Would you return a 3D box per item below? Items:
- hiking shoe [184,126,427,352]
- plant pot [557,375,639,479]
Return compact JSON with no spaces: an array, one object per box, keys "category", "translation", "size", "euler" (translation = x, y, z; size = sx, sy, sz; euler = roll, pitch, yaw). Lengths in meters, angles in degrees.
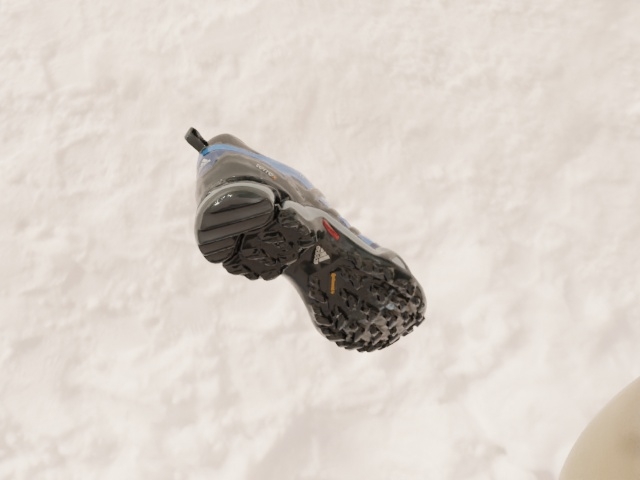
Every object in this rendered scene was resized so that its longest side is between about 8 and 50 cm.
[{"category":"hiking shoe","translation":[0.000,0.000,0.844],"size":[0.113,0.132,0.304],"euler":[-34,134,18]},{"category":"plant pot","translation":[0.335,0.276,0.844],"size":[0.284,0.284,0.191],"euler":[31,137,-17]}]
